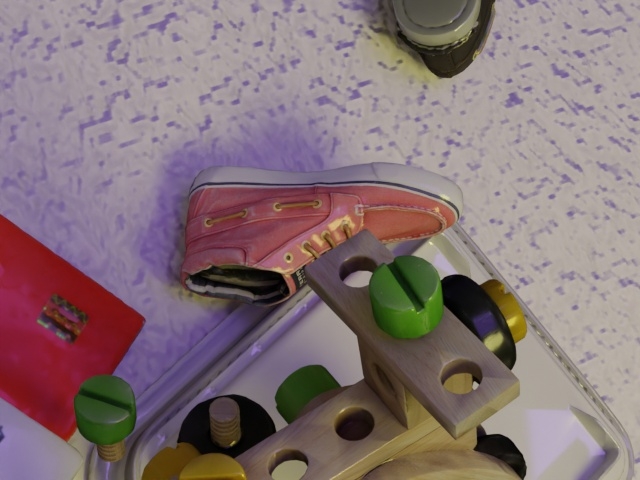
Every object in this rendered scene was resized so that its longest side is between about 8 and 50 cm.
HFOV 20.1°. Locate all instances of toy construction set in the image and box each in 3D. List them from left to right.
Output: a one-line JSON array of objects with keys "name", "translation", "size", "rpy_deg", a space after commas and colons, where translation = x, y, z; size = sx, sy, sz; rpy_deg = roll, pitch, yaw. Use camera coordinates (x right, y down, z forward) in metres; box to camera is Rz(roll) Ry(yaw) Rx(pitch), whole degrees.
[{"name": "toy construction set", "translation": [0.011, 0.146, 0.896], "size": [0.257, 0.237, 0.309], "rpy_deg": [-6, 52, -7]}]

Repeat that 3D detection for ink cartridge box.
[{"name": "ink cartridge box", "translation": [-0.255, 0.058, 1.036], "size": [0.275, 0.060, 0.239], "rpy_deg": [37, 63, -12]}]

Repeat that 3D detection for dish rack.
[{"name": "dish rack", "translation": [0.048, 0.145, 1.156], "size": [0.333, 0.072, 0.285], "rpy_deg": [-42, 96, -29]}]

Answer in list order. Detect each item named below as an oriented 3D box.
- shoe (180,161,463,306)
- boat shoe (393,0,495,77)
[{"name": "shoe", "translation": [0.000, 0.000, 1.139], "size": [0.178, 0.063, 0.081], "rpy_deg": [2, 57, 9]}, {"name": "boat shoe", "translation": [0.093, -0.225, 1.296], "size": [0.081, 0.069, 0.228], "rpy_deg": [2, 63, 16]}]
